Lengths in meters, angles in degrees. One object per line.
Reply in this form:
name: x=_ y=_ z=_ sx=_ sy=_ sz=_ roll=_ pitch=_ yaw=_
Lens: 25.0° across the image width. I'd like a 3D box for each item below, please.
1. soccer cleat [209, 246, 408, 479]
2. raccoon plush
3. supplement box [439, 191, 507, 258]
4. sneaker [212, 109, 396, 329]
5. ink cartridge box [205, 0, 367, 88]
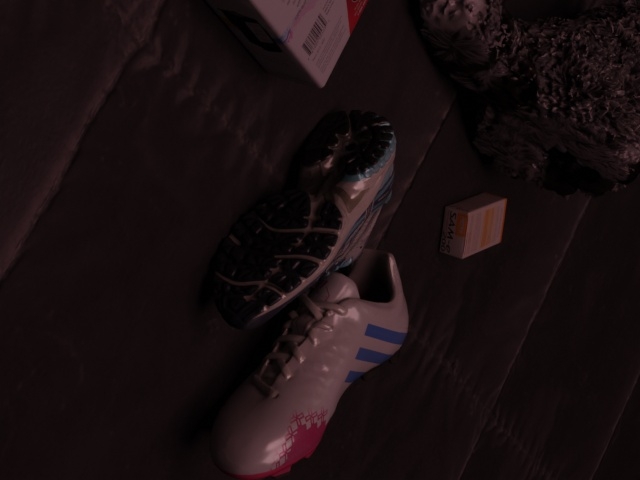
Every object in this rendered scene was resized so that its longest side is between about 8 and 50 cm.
soccer cleat: x=-0.015 y=0.117 z=1.514 sx=0.331 sy=0.116 sz=0.143 roll=-41 pitch=136 yaw=-48
raccoon plush: x=0.311 y=-0.261 z=1.739 sx=0.299 sy=0.216 sz=0.446 roll=-66 pitch=148 yaw=-23
supplement box: x=0.193 y=-0.020 z=1.817 sx=0.098 sy=0.036 sz=0.062 roll=-19 pitch=121 yaw=-52
sneaker: x=0.000 y=0.000 z=1.478 sx=0.283 sy=0.110 sz=0.122 roll=-51 pitch=145 yaw=-29
ink cartridge box: x=-0.033 y=-0.244 z=1.337 sx=0.127 sy=0.072 sz=0.175 roll=-63 pitch=146 yaw=-13
